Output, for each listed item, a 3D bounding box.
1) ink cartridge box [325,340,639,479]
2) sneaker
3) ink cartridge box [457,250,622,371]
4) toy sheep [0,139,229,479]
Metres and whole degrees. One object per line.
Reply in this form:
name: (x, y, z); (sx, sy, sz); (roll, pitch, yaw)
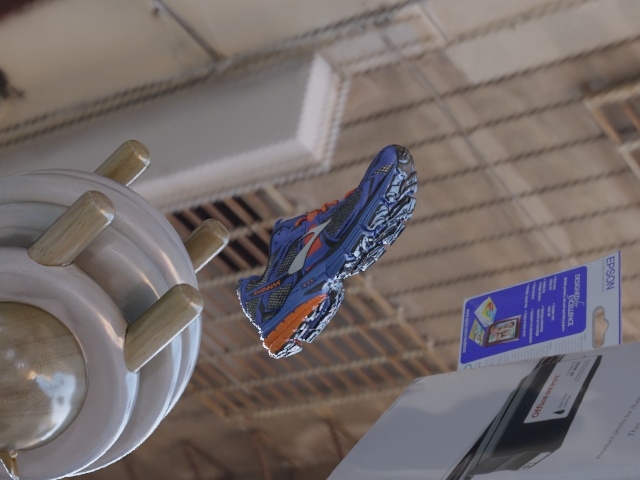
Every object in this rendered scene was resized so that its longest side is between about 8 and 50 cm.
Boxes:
ink cartridge box: (0.225, 0.234, 1.048); (0.395, 0.285, 0.166); (-17, -159, 50)
sneaker: (0.000, 0.000, 1.263); (0.087, 0.083, 0.221); (44, -72, 15)
ink cartridge box: (0.248, 0.126, 1.620); (0.208, 0.045, 0.206); (-20, -139, 31)
toy sheep: (-0.072, 0.020, 0.402); (0.091, 0.091, 0.132); (-35, -173, 12)
